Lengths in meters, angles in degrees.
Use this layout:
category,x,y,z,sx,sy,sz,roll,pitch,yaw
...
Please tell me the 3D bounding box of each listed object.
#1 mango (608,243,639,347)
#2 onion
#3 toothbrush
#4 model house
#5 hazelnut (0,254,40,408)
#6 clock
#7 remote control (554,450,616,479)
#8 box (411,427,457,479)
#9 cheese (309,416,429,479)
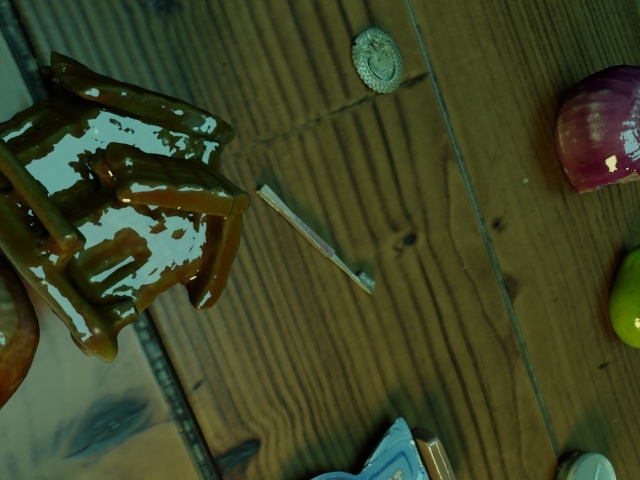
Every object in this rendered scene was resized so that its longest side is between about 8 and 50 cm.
category,x,y,z,sx,sy,sz,roll,pitch,yaw
mango,0.511,0.089,1.092,0.117,0.089,0.163,37,69,-26
onion,0.434,-0.163,1.011,0.208,0.200,0.200,-16,98,-3
toothbrush,-0.001,0.002,0.809,0.194,0.014,0.017,41,68,-25
model house,-0.173,-0.051,0.602,0.229,0.199,0.219,-41,122,-23
hazelnut,-0.289,0.070,0.549,0.143,0.143,0.154,-10,71,-33
clock,0.073,-0.222,0.868,0.074,0.010,0.083,-40,110,-28
remote control,0.360,0.424,1.003,0.104,0.052,0.247,30,73,-27
box,0.148,0.290,0.873,0.025,0.048,0.115,-28,102,-24
cheese,0.029,0.313,0.794,0.245,0.052,0.135,-30,106,-31
